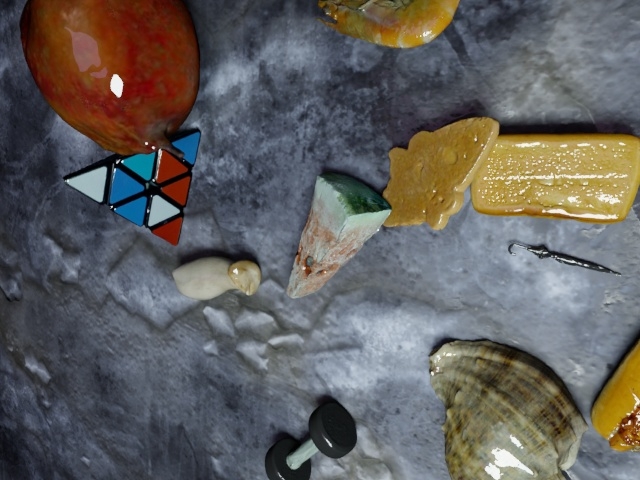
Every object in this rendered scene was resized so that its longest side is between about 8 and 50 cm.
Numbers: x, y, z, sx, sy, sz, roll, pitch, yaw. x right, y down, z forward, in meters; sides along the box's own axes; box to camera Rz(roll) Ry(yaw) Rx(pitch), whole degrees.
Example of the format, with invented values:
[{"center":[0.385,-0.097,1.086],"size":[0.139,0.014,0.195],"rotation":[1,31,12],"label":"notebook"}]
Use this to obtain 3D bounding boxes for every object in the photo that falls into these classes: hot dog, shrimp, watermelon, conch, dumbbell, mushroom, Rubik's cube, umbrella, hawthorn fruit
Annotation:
[{"center":[0.453,0.182,0.541],"size":[0.102,0.076,0.249],"rotation":[34,114,23],"label":"hot dog"},{"center":[0.094,-0.371,0.636],"size":[0.249,0.068,0.150],"rotation":[15,94,29],"label":"shrimp"},{"center":[0.000,0.000,0.742],"size":[0.154,0.094,0.241],"rotation":[46,123,36],"label":"watermelon"},{"center":[0.267,0.290,0.612],"size":[0.210,0.159,0.291],"rotation":[-42,77,28],"label":"conch"},{"center":[-0.021,0.410,0.819],"size":[0.100,0.100,0.191],"rotation":[47,117,13],"label":"dumbbell"},{"center":[-0.225,0.081,0.878],"size":[0.213,0.088,0.097],"rotation":[-5,106,22],"label":"mushroom"},{"center":[-0.343,-0.103,0.928],"size":[0.250,0.284,0.234],"rotation":[-21,111,-3],"label":"Rubik's cube"},{"center":[0.352,0.025,0.602],"size":[0.149,0.022,0.022],"rotation":[12,81,19],"label":"umbrella"},{"center":[-0.371,-0.327,0.774],"size":[0.308,0.308,0.324],"rotation":[10,106,26],"label":"hawthorn fruit"}]

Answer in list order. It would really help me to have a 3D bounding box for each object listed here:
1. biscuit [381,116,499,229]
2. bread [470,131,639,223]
[{"center":[0.169,-0.099,0.633],"size":[0.250,0.035,0.162],"rotation":[-42,61,48],"label":"biscuit"},{"center":[0.314,-0.089,0.567],"size":[0.200,0.077,0.116],"rotation":[7,104,29],"label":"bread"}]
